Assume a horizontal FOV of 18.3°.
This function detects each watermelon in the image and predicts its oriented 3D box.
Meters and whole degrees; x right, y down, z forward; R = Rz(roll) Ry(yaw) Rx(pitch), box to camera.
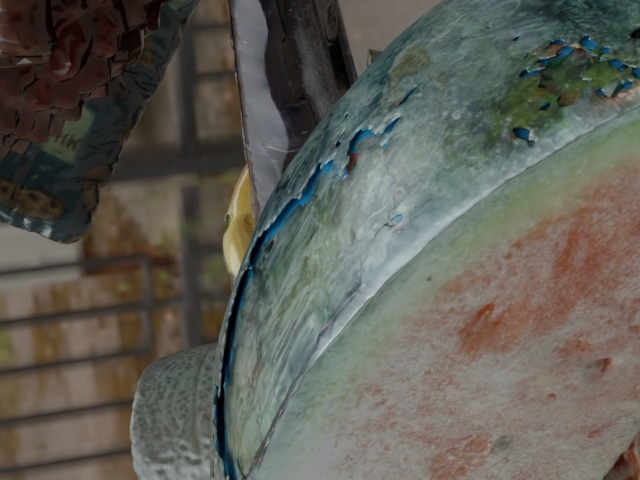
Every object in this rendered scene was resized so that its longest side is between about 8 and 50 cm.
[{"bbox_3d":[0.050,-0.010,0.643,0.322,0.188,0.175,-55,40,32],"label":"watermelon"}]

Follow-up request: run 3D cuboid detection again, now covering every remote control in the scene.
[{"bbox_3d":[-0.012,-0.106,0.994,0.090,0.066,0.266,-89,-6,-49],"label":"remote control"}]

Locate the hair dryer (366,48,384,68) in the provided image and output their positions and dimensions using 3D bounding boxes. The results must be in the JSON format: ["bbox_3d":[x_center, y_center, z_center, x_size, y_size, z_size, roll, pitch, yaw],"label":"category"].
[{"bbox_3d":[0.163,-0.147,1.106,0.219,0.225,0.088,-64,23,13],"label":"hair dryer"}]

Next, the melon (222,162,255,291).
[{"bbox_3d":[0.000,0.000,1.300,0.079,0.128,0.160,-10,50,44],"label":"melon"}]

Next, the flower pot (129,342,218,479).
[{"bbox_3d":[-0.012,0.214,2.057,0.299,0.282,0.299,-15,-90,-70],"label":"flower pot"}]

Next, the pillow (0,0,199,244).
[{"bbox_3d":[-0.172,-0.142,1.216,0.034,0.189,0.256,0,62,60],"label":"pillow"}]

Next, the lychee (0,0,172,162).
[{"bbox_3d":[-0.210,-0.183,0.936,0.330,0.306,0.306,43,139,38],"label":"lychee"}]
